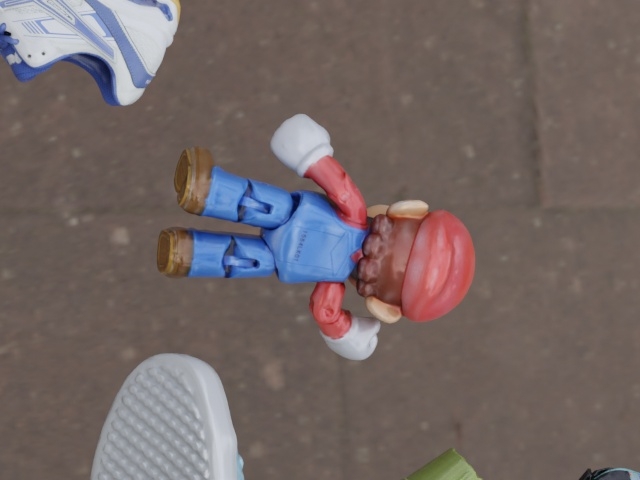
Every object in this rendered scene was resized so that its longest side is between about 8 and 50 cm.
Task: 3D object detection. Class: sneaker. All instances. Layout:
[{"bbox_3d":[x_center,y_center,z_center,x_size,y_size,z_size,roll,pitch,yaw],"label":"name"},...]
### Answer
[{"bbox_3d":[-0.276,-0.218,1.658,0.296,0.112,0.131,21,84,-18],"label":"sneaker"},{"bbox_3d":[-0.096,0.271,1.490,0.150,0.135,0.366,-4,94,-60],"label":"sneaker"}]

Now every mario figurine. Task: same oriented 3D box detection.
[{"bbox_3d":[0.000,0.000,1.811,0.320,0.198,0.170,13,50,-15],"label":"mario figurine"}]

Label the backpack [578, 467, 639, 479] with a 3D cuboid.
[{"bbox_3d":[0.360,0.351,2.113,0.188,0.166,0.144,10,53,-41],"label":"backpack"}]

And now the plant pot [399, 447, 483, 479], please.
[{"bbox_3d":[0.127,0.262,1.893,0.079,0.083,0.083,-41,110,-4],"label":"plant pot"}]
